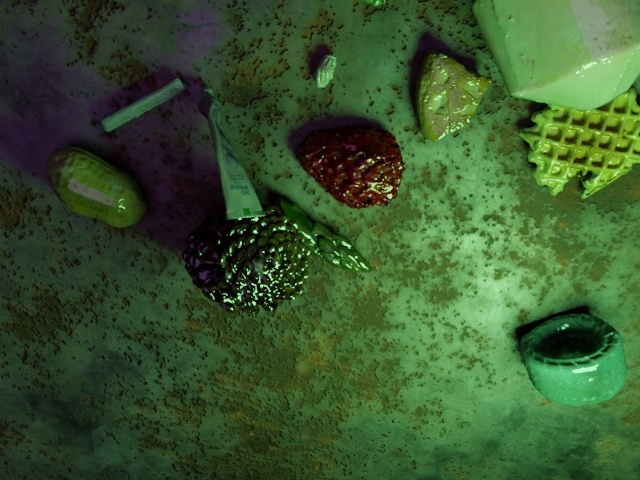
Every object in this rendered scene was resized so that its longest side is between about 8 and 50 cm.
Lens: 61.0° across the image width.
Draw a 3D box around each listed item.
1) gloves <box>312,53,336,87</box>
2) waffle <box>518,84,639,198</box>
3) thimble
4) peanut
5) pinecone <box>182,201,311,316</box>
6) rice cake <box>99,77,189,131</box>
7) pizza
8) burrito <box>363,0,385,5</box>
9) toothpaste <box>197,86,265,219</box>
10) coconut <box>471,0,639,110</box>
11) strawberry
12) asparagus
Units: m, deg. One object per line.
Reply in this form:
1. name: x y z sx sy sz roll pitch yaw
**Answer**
1. gloves: 0.009 -0.352 1.110 0.044 0.037 0.080 26 123 27
2. waffle: 0.567 -0.216 1.160 0.261 0.056 0.250 -33 110 16
3. thimble: 0.604 0.286 1.316 0.235 0.198 0.143 -5 120 34
4. peanut: -0.481 -0.109 1.168 0.224 0.129 0.129 32 110 -14
5. pinecone: -0.170 0.032 1.169 0.246 0.292 0.246 -9 104 -41
6. rice cake: -0.370 -0.284 1.137 0.208 0.033 0.033 -24 111 10
7. pizza: 0.271 -0.307 1.119 0.161 0.062 0.181 -12 109 13
8. burrito: 0.054 -0.573 0.995 0.104 0.054 0.287 -16 114 7
9. toothpaste: -0.191 -0.178 1.089 0.048 0.075 0.300 -30 71 30
10. coconut: 0.448 -0.381 0.959 0.298 0.297 0.309 -25 105 11
11. strawberry: 0.063 -0.151 1.157 0.237 0.111 0.190 16 116 -6
12. asparagus: 0.000 0.000 1.246 0.287 0.080 0.080 32 111 -14
